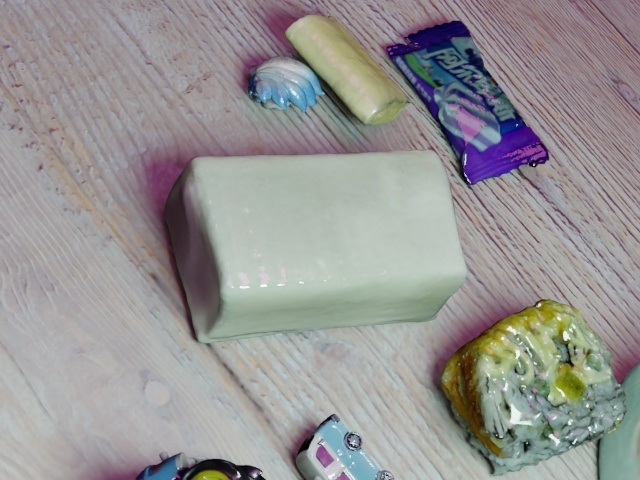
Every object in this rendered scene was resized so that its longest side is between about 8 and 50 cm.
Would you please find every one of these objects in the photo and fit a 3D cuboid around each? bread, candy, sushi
[{"bbox_3d":[0.040,-0.243,1.515,0.178,0.060,0.139,49,20,7],"label":"bread"},{"bbox_3d":[0.219,-0.209,1.597,0.145,0.070,0.275,-22,74,-23],"label":"candy"},{"bbox_3d":[0.260,0.188,1.330,0.274,0.139,0.184,-18,70,-34],"label":"sushi"},{"bbox_3d":[0.000,-0.003,1.329,0.358,0.145,0.208,-3,63,-24],"label":"candy"}]

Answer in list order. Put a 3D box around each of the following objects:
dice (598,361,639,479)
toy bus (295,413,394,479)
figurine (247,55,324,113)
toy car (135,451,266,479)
[{"bbox_3d":[0.521,0.281,1.309,0.262,0.268,0.265,15,55,-16],"label":"dice"},{"bbox_3d":[0.025,0.270,1.230,0.075,0.060,0.123,-35,81,-31],"label":"toy bus"},{"bbox_3d":[-0.046,-0.213,1.481,0.114,0.079,0.114,19,19,-7],"label":"figurine"},{"bbox_3d":[-0.090,0.356,1.062,0.166,0.198,0.314,-28,76,1],"label":"toy car"}]
